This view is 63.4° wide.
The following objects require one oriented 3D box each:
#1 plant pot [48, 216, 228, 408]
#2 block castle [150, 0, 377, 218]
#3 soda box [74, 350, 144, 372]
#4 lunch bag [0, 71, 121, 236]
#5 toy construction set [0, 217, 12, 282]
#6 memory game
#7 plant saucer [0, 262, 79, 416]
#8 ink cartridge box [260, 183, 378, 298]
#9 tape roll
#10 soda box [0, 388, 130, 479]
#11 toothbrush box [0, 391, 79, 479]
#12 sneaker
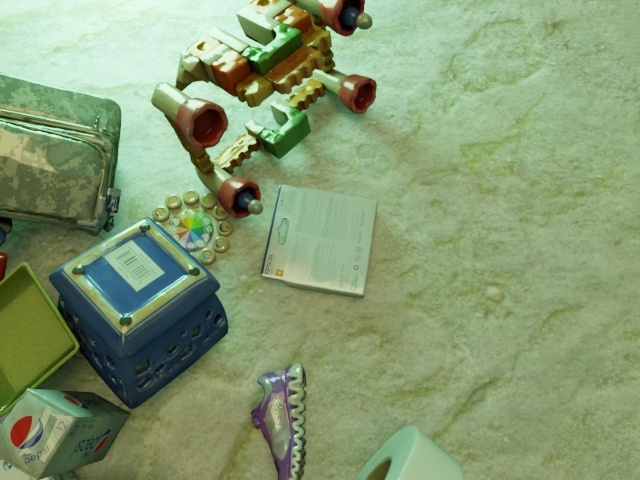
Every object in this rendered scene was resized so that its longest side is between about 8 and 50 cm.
[{"bbox_3d":[-0.319,0.110,0.923,0.236,0.212,0.236,40,55,19],"label":"plant pot"},{"bbox_3d":[-0.080,-0.287,1.057,0.453,0.303,0.212,-43,58,-16],"label":"block castle"},{"bbox_3d":[-0.431,0.205,1.008,0.183,0.058,0.063,15,71,-1],"label":"soda box"},{"bbox_3d":[-0.541,-0.148,0.994,0.305,0.212,0.256,10,63,-24],"label":"lunch bag"},{"bbox_3d":[-0.709,0.054,0.973,0.308,0.257,0.237,33,116,22],"label":"toy construction set"},{"bbox_3d":[-0.282,-0.026,1.121,0.186,0.012,0.186,2,72,-5],"label":"memory game"},{"bbox_3d":[-0.514,0.167,0.891,0.188,0.045,0.188,-40,77,5],"label":"plant saucer"},{"bbox_3d":[0.000,0.000,1.120,0.223,0.045,0.224,11,70,0],"label":"ink cartridge box"},{"bbox_3d":[0.108,0.452,0.857,0.100,0.286,0.286,38,73,7],"label":"tape roll"},{"bbox_3d":[-0.413,0.311,0.853,0.091,0.286,0.098,28,73,4],"label":"soda box"},{"bbox_3d":[-0.608,0.431,0.881,0.295,0.126,0.216,-37,77,-15],"label":"toothbrush box"},{"bbox_3d":[-0.080,0.353,0.979,0.104,0.095,0.237,-2,67,1],"label":"sneaker"}]
